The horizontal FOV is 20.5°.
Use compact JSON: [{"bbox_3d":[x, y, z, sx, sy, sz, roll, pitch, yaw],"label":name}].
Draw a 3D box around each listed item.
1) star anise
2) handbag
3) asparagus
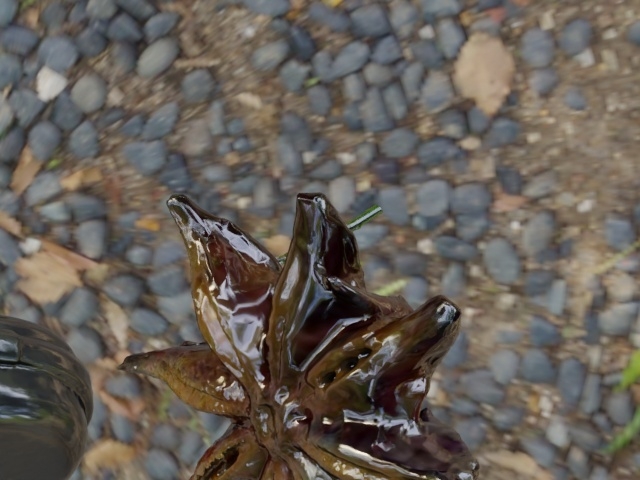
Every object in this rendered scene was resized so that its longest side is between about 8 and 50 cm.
[{"bbox_3d":[0.004,0.085,0.952,0.102,0.272,0.272,-17,94,-42],"label":"star anise"},{"bbox_3d":[-0.306,0.133,1.250,0.308,0.254,0.093,8,55,-38],"label":"handbag"},{"bbox_3d":[0.000,0.000,1.887,0.163,0.016,0.016,-27,120,-26],"label":"asparagus"}]
